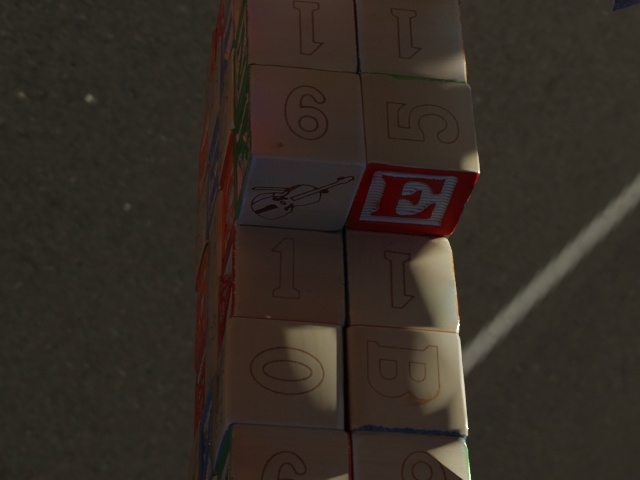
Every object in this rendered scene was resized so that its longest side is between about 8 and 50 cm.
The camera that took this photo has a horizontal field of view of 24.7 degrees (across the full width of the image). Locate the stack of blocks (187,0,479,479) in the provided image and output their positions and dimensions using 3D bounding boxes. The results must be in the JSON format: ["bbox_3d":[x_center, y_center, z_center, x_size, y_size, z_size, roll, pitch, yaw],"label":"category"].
[{"bbox_3d":[0.000,0.000,0.596,0.087,0.297,0.171,5,147,-9],"label":"stack of blocks"}]

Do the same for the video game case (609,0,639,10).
[{"bbox_3d":[0.302,-0.235,1.293,0.087,0.011,0.122,-17,172,6],"label":"video game case"}]
